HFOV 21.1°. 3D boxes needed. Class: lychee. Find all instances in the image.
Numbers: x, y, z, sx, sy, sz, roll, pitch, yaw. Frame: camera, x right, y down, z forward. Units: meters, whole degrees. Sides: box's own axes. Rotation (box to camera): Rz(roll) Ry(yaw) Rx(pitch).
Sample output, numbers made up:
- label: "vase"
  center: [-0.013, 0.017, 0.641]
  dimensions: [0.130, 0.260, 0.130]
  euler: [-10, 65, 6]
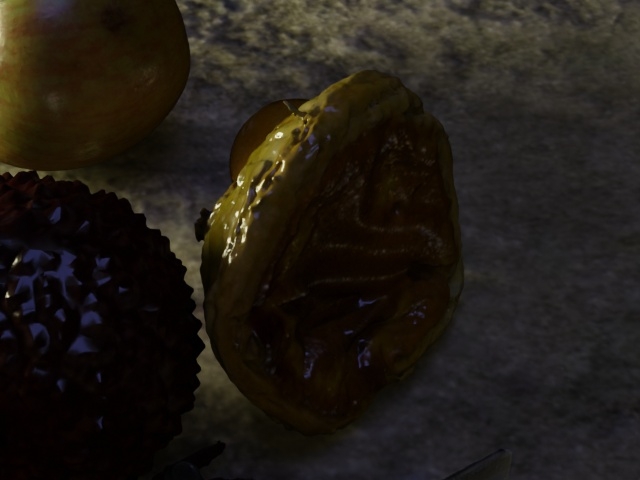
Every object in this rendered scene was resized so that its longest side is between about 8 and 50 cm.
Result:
- label: "lychee"
  center: [-0.245, 0.087, 1.456]
  dimensions: [0.306, 0.306, 0.330]
  euler: [16, 26, 10]

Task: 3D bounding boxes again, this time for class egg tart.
- label: "egg tart"
  center: [0.000, 0.000, 1.558]
  dimensions: [0.153, 0.339, 0.351]
  euler: [16, 53, 32]

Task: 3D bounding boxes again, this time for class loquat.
- label: "loquat"
  center: [-0.021, -0.077, 1.732]
  dimensions: [0.141, 0.141, 0.141]
  euler: [2, 47, -3]

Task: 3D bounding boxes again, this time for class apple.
- label: "apple"
  center: [-0.260, -0.204, 1.754]
  dimensions: [0.264, 0.264, 0.264]
  euler: [2, 47, -3]

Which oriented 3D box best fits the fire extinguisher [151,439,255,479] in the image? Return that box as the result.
- label: "fire extinguisher"
  center: [-0.062, 0.297, 1.405]
  dimensions: [0.147, 0.106, 0.337]
  euler: [2, 43, -33]

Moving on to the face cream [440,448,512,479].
- label: "face cream"
  center: [0.071, 0.284, 1.275]
  dimensions: [0.143, 0.314, 0.089]
  euler: [-22, 51, -25]
